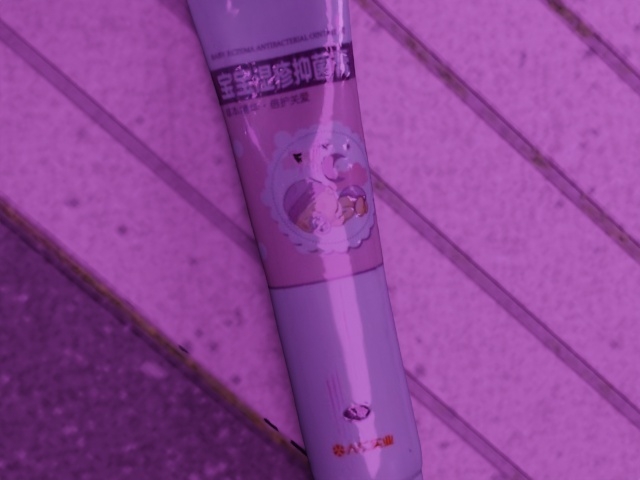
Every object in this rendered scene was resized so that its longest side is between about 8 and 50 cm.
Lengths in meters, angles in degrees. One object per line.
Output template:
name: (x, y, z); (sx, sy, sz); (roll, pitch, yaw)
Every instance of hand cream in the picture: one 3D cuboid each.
hand cream: (0.000, 0.000, 0.928); (0.085, 0.058, 0.331); (-11, 95, 12)
